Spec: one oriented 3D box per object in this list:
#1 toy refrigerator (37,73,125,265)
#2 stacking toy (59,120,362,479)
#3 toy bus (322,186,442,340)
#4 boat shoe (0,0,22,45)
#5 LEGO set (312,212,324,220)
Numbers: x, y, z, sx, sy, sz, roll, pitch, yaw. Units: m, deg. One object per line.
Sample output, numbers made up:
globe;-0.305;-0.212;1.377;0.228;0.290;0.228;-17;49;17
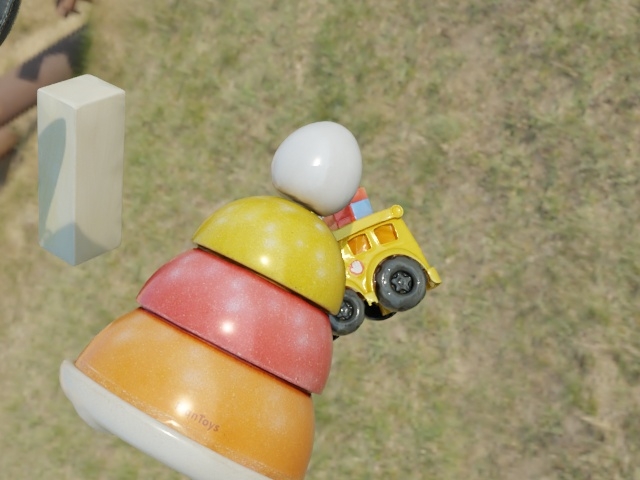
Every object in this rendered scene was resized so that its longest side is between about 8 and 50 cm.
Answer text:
toy refrigerator;-0.370;-0.108;1.779;0.094;0.102;0.270;27;126;29
stacking toy;-0.074;0.069;1.477;0.480;0.350;0.350;-60;29;-6
toy bus;0.033;0.027;1.668;0.211;0.220;0.149;67;163;3
boat shoe;-0.440;-0.229;1.380;0.254;0.095;0.079;-43;27;17
LEGO set;0.000;0.000;1.976;0.132;0.107;0.287;-107;33;-42
